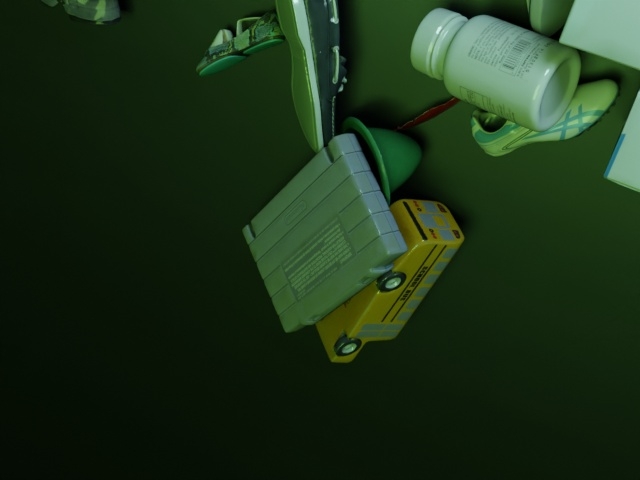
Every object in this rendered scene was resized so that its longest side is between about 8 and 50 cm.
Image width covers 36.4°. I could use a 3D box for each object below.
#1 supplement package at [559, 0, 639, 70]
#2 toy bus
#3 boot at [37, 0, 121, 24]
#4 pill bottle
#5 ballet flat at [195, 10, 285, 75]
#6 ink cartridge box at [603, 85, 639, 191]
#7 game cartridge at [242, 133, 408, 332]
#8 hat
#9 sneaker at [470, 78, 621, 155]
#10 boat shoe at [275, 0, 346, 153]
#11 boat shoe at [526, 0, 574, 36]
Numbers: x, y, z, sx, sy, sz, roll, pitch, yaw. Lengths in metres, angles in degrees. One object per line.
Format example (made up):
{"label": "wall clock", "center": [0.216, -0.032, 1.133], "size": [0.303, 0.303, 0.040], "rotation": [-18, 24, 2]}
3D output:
{"label": "supplement package", "center": [0.483, -0.335, 1.269], "size": [0.263, 0.198, 0.199], "rotation": [22, 127, 11]}
{"label": "toy bus", "center": [0.111, 0.078, 1.728], "size": [0.332, 0.130, 0.108], "rotation": [-60, 42, 37]}
{"label": "boot", "center": [-0.346, -0.464, 1.641], "size": [0.338, 0.118, 0.223], "rotation": [25, 130, 22]}
{"label": "pill bottle", "center": [0.254, -0.260, 1.440], "size": [0.229, 0.131, 0.131], "rotation": [30, 130, 30]}
{"label": "ballet flat", "center": [-0.139, -0.337, 1.650], "size": [0.188, 0.070, 0.070], "rotation": [-17, 111, 30]}
{"label": "ink cartridge box", "center": [0.477, -0.170, 1.378], "size": [0.082, 0.190, 0.139], "rotation": [22, 126, 13]}
{"label": "game cartridge", "center": [0.000, 0.000, 1.691], "size": [0.355, 0.068, 0.230], "rotation": [-40, 73, 50]}
{"label": "hat", "center": [0.153, -0.155, 1.641], "size": [0.208, 0.183, 0.173], "rotation": [17, 127, 70]}
{"label": "sneaker", "center": [0.339, -0.197, 1.489], "size": [0.237, 0.085, 0.086], "rotation": [-18, 128, 33]}
{"label": "boat shoe", "center": [0.001, -0.286, 1.583], "size": [0.114, 0.091, 0.302], "rotation": [-130, 26, -50]}
{"label": "boat shoe", "center": [0.315, -0.420, 1.367], "size": [0.088, 0.096, 0.267], "rotation": [36, 148, 39]}
